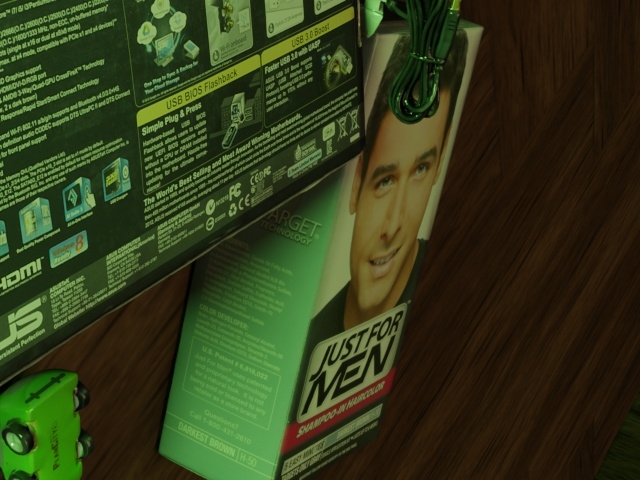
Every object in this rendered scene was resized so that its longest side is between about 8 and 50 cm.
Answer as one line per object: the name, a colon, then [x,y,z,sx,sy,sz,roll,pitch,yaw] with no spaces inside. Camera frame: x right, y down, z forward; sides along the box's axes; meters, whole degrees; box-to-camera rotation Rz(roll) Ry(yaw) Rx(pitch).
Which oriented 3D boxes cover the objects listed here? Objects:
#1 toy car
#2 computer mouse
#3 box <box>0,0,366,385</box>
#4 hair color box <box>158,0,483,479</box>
toy car: [-0.183,0.072,0.813,0.239,0.053,0.225,-38,142,-46]
computer mouse: [0.013,-0.166,0.864,0.042,0.193,0.106,-24,140,-34]
box: [-0.113,-0.134,0.678,0.395,0.097,0.318,-36,131,-49]
hair color box: [0.000,0.000,1.048,0.185,0.113,0.375,-19,126,-58]
